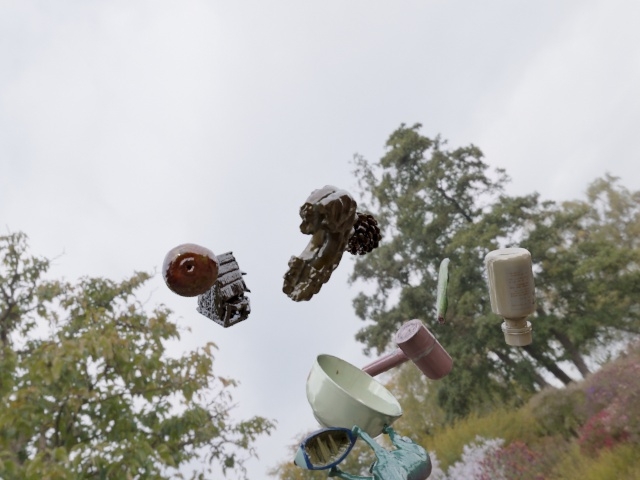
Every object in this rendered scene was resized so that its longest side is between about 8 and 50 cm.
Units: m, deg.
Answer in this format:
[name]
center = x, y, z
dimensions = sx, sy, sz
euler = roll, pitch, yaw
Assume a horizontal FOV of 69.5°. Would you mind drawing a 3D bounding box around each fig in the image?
[fig]
center = -0.450, 0.100, 1.604
dimensions = 0.205, 0.205, 0.205
euler = -24, -38, -20

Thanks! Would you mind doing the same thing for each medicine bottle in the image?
[medicine bottle]
center = 0.508, 0.151, 1.219
dimensions = 0.114, 0.114, 0.252
euler = -15, -81, -30

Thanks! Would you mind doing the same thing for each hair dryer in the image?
[hair dryer]
center = 0.307, 0.468, 1.781
dimensions = 0.352, 0.210, 0.125
euler = -35, 12, 30

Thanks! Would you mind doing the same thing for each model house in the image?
[model house]
center = -0.399, 0.189, 2.036
dimensions = 0.317, 0.297, 0.282
euler = -15, -70, -58

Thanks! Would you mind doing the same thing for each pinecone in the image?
[pinecone]
center = 0.166, -0.025, 2.045
dimensions = 0.208, 0.207, 0.207
euler = -24, -38, -20

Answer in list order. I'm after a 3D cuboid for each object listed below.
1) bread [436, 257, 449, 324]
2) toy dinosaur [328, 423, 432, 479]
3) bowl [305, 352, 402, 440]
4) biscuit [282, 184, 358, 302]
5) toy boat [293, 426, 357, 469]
[bread]
center = 0.414, 0.172, 1.562
dimensions = 0.034, 0.228, 0.228
euler = 3, -36, 13
[toy dinosaur]
center = 0.224, 0.517, 1.003
dimensions = 0.384, 0.331, 0.129
euler = 14, -96, -46
[bowl]
center = 0.070, 0.445, 1.265
dimensions = 0.145, 0.277, 0.277
euler = -57, -37, 3
[biscuit]
center = 0.006, 0.001, 1.370
dimensions = 0.268, 0.115, 0.366
euler = -35, -32, -53
[toy boat]
center = 0.017, 0.456, 1.017
dimensions = 0.046, 0.080, 0.229
euler = -37, -24, 19
